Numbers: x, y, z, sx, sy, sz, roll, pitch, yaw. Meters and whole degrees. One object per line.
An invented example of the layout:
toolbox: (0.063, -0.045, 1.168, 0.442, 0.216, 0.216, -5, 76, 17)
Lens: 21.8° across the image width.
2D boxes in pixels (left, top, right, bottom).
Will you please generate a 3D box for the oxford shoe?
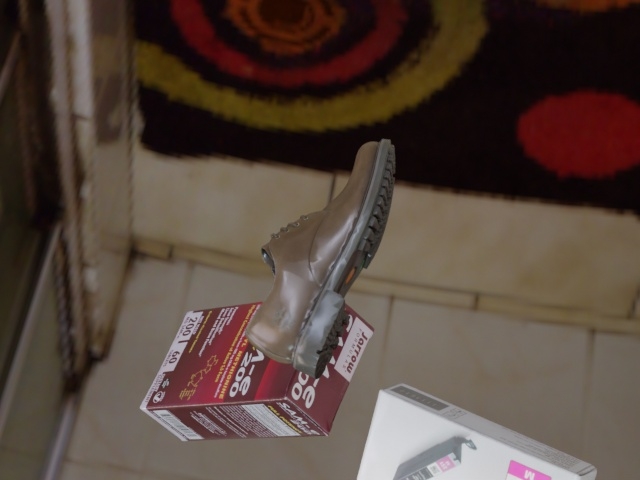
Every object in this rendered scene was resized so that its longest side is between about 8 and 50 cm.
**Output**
oxford shoe: (0.000, 0.000, 1.446, 0.096, 0.227, 0.083, 21, 156, 13)

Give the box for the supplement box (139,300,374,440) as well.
supplement box: (-0.068, 0.133, 1.717, 0.239, 0.130, 0.073, -10, 137, 47)

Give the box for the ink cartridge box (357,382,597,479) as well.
ink cartridge box: (0.169, 0.330, 1.988, 0.275, 0.060, 0.239, 21, 106, 28)
